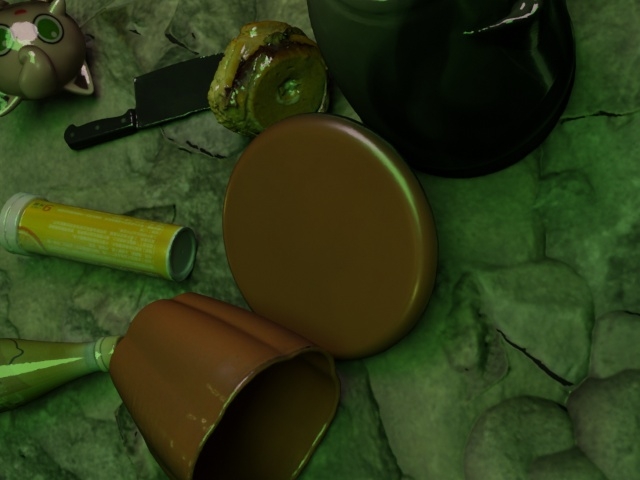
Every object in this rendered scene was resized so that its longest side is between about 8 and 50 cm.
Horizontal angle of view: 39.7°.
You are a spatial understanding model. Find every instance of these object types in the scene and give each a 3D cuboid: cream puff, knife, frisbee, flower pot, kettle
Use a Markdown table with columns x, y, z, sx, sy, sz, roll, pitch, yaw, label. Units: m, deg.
| x | y | z | sx | sy | sz | roll | pitch | yaw | label |
| --- | --- | --- | --- | --- | --- | --- | --- | --- | --- |
| -0.057 | -0.166 | 0.935 | 0.133 | 0.119 | 0.104 | -38 | 47 | -4 | cream puff |
| -0.191 | -0.166 | 1.034 | 0.245 | 0.019 | 0.072 | -15 | 70 | 13 | knife |
| 0.000 | 0.000 | 0.871 | 0.251 | 0.021 | 0.250 | 10 | 108 | 32 | frisbee |
| -0.102 | 0.144 | 0.860 | 0.173 | 0.191 | 0.190 | 33 | 90 | 36 | flower pot |
| 0.067 | -0.228 | 0.789 | 0.321 | 0.324 | 0.228 | 37 | 92 | 22 | kettle |

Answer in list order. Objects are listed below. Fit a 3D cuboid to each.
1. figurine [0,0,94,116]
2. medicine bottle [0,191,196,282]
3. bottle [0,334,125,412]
| x | y | z | sx | sy | sz | roll | pitch | yaw | label |
| --- | --- | --- | --- | --- | --- | --- | --- | --- | --- |
| -0.338 | -0.222 | 1.040 | 0.125 | 0.125 | 0.138 | -15 | 87 | 16 | figurine |
| -0.248 | -0.003 | 0.989 | 0.218 | 0.074 | 0.073 | 10 | 82 | 19 | medicine bottle |
| -0.335 | 0.144 | 0.981 | 0.270 | 0.083 | 0.083 | -14 | 74 | 14 | bottle |
